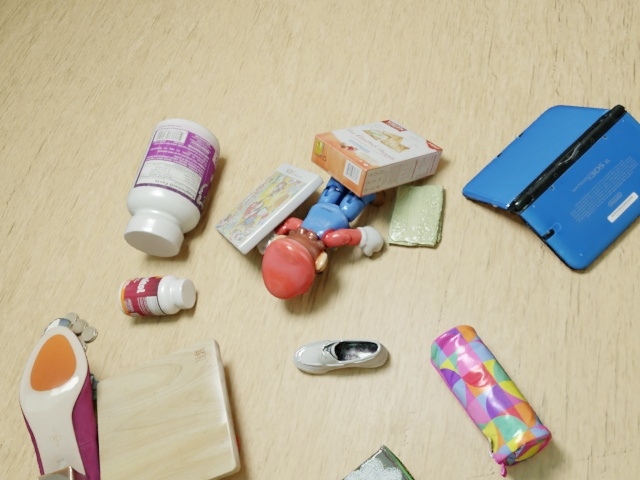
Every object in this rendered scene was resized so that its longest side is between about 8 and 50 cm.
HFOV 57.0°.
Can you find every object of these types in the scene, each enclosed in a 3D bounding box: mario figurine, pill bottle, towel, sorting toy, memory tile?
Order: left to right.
[{"bbox_3d":[-0.580,0.242,1.337,0.113,0.012,0.148,24,71,30],"label":"memory tile"},{"bbox_3d":[-0.353,0.120,1.282,0.152,0.086,0.086,-6,59,17],"label":"pill bottle"},{"bbox_3d":[-0.349,-0.121,1.375,0.170,0.169,0.301,1,61,21],"label":"pill bottle"},{"bbox_3d":[-0.279,0.354,1.111,0.257,0.089,0.255,-22,56,6],"label":"sorting toy"},{"bbox_3d":[0.000,0.000,1.227,0.320,0.170,0.198,-50,20,-25],"label":"mario figurine"},{"bbox_3d":[0.199,-0.054,1.217,0.110,0.027,0.148,3,62,21],"label":"towel"}]

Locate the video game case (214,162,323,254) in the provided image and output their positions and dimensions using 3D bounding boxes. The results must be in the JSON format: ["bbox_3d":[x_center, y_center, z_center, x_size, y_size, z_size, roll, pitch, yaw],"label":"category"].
[{"bbox_3d":[-0.120,-0.078,1.293,0.227,0.026,0.206,-44,27,-8],"label":"video game case"}]

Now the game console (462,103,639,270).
[{"bbox_3d":[0.478,-0.115,1.150,0.293,0.173,0.250,-42,86,-7],"label":"game console"}]

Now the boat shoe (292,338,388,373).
[{"bbox_3d":[0.031,0.211,1.097,0.184,0.063,0.066,0,61,20],"label":"boat shoe"}]

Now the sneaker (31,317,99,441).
[{"bbox_3d":[-0.528,0.295,1.242,0.122,0.110,0.282,-1,55,-16],"label":"sneaker"}]

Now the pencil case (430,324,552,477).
[{"bbox_3d":[0.271,0.253,0.964,0.105,0.104,0.236,-30,53,1],"label":"pencil case"}]

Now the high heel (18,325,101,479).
[{"bbox_3d":[-0.483,0.357,1.124,0.127,0.181,0.377,-8,55,-8],"label":"high heel"}]

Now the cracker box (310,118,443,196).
[{"bbox_3d":[0.119,-0.178,1.224,0.232,0.067,0.156,-19,45,-38],"label":"cracker box"}]

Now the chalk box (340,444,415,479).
[{"bbox_3d":[0.127,0.476,0.836,0.180,0.179,0.289,-38,56,-5],"label":"chalk box"}]
